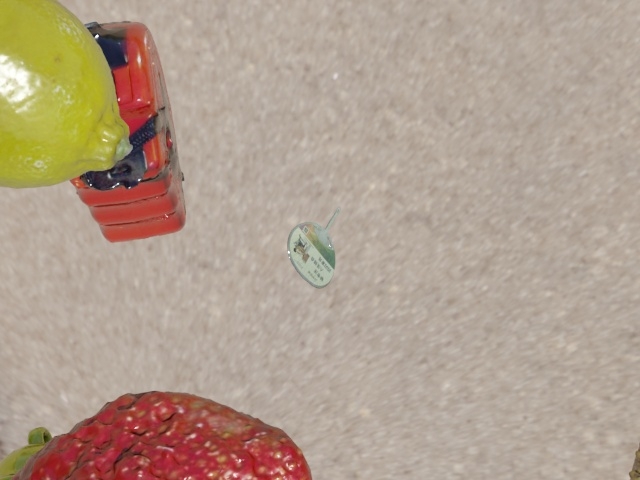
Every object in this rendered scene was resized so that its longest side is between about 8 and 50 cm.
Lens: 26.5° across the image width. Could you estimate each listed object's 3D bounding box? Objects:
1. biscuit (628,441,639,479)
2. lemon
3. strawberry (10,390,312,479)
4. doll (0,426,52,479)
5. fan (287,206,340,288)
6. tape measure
[{"bbox_3d":[0.463,0.294,1.575,0.079,0.259,0.259,14,75,-40],"label":"biscuit"},{"bbox_3d":[-0.283,-0.138,1.222,0.248,0.184,0.184,31,77,-12],"label":"lemon"},{"bbox_3d":[-0.082,0.139,0.661,0.148,0.131,0.131,-33,84,-16],"label":"strawberry"},{"bbox_3d":[-0.151,0.195,0.755,0.081,0.129,0.207,-21,53,10],"label":"doll"},{"bbox_3d":[-0.006,0.000,1.186,0.060,0.003,0.080,21,68,-42],"label":"fan"},{"bbox_3d":[-0.230,-0.134,1.591,0.114,0.253,0.260,-9,70,-1],"label":"tape measure"}]
